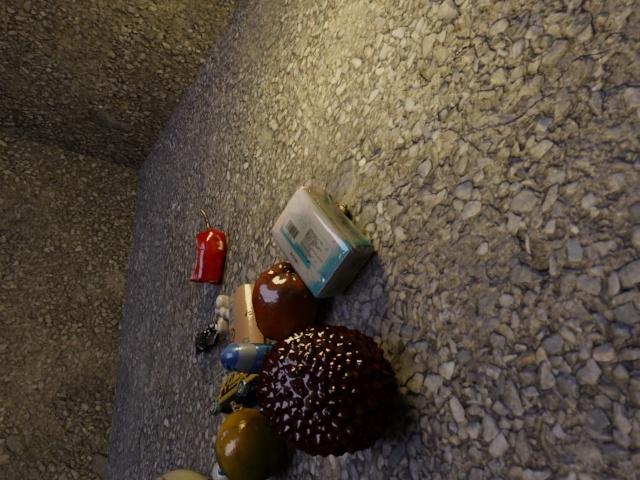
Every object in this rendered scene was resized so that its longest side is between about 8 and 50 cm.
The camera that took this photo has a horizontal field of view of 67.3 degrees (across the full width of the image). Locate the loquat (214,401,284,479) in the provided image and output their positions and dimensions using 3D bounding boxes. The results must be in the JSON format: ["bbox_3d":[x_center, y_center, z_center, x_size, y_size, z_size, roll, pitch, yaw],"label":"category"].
[{"bbox_3d":[-0.216,0.586,1.410,0.213,0.213,0.246,-45,60,39],"label":"loquat"}]

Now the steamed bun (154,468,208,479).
[{"bbox_3d":[-0.443,0.956,1.587,0.374,0.241,0.374,-19,67,55],"label":"steamed bun"}]

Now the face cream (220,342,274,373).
[{"bbox_3d":[-0.158,0.339,1.367,0.149,0.264,0.083,-37,50,44],"label":"face cream"}]

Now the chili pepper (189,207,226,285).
[{"bbox_3d":[-0.472,0.019,2.073,0.131,0.135,0.338,159,118,-63],"label":"chili pepper"}]

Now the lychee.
[{"bbox_3d":[0.011,0.337,1.088,0.330,0.306,0.306,34,107,52],"label":"lychee"}]

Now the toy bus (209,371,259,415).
[{"bbox_3d":[-0.241,0.481,1.575,0.335,0.121,0.123,-44,36,40],"label":"toy bus"}]

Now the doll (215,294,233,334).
[{"bbox_3d":[-0.376,0.283,1.904,0.161,0.059,0.160,-49,41,36],"label":"doll"}]

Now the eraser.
[{"bbox_3d":[-0.266,0.315,1.700,0.171,0.087,0.290,-47,40,40],"label":"eraser"}]

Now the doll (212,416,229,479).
[{"bbox_3d":[-0.289,0.690,1.567,0.138,0.119,0.293,30,103,65],"label":"doll"}]

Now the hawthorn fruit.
[{"bbox_3d":[-0.102,0.198,1.413,0.210,0.211,0.262,-129,43,-51],"label":"hawthorn fruit"}]

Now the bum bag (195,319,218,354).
[{"bbox_3d":[-0.474,0.407,1.997,0.248,0.069,0.102,-42,53,53],"label":"bum bag"}]

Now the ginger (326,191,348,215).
[{"bbox_3d":[0.023,-0.103,1.448,0.165,0.067,0.096,-1,72,41],"label":"ginger"}]

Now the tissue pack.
[{"bbox_3d":[-0.001,0.002,1.337,0.271,0.124,0.201,52,119,31],"label":"tissue pack"}]
